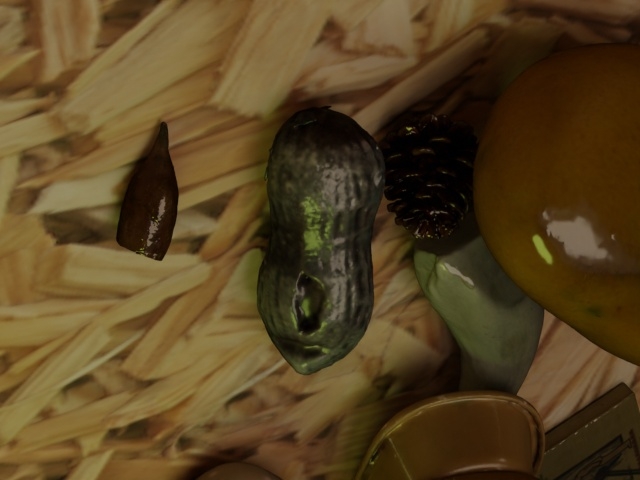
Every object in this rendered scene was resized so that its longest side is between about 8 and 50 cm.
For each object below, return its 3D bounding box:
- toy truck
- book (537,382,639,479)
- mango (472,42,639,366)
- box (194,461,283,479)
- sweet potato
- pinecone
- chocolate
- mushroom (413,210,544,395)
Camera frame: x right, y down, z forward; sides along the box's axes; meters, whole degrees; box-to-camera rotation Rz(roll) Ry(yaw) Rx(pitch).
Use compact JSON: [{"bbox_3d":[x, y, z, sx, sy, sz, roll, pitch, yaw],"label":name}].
[{"bbox_3d":[0.140,0.307,1.894,0.204,0.212,0.288,-4,133,-14],"label":"toy truck"},{"bbox_3d":[0.253,0.269,2.101,0.231,0.026,0.161,-32,129,-14],"label":"book"},{"bbox_3d":[0.298,-0.028,1.798,0.445,0.232,0.300,9,74,-45],"label":"mango"},{"bbox_3d":[-0.099,0.301,1.849,0.146,0.088,0.200,36,92,-40],"label":"box"},{"bbox_3d":[-0.141,-0.042,1.664,0.049,0.049,0.117,4,102,-34],"label":"sweet potato"},{"bbox_3d":[0.100,-0.054,1.774,0.102,0.102,0.109,14,78,-37],"label":"pinecone"},{"bbox_3d":[0.000,0.000,1.738,0.110,0.110,0.248,-8,119,-30],"label":"chocolate"},{"bbox_3d":[0.160,0.080,1.889,0.118,0.103,0.270,-28,132,-14],"label":"mushroom"}]
